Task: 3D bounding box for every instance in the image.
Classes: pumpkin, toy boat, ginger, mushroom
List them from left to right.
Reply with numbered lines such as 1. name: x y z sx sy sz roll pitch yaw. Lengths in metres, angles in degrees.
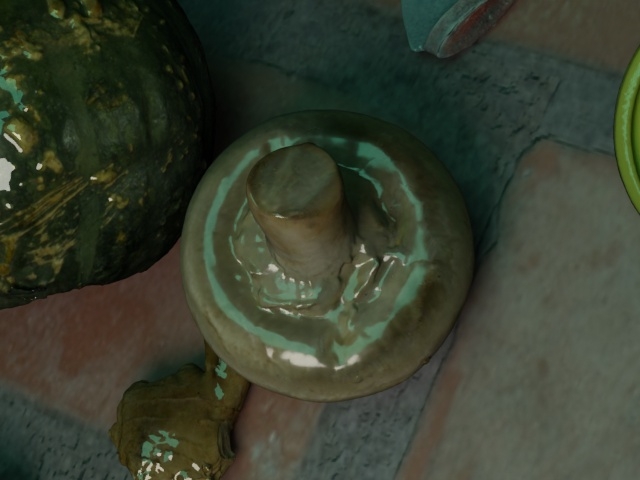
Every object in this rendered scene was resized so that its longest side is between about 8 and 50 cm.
1. pumpkin: -0.241 -0.080 1.256 0.327 0.291 0.257 -1 106 32
2. ginger: -0.099 0.116 1.271 0.096 0.067 0.165 12 68 25
3. mushroom: 0.000 0.000 1.173 0.207 0.215 0.207 -2 71 7
4. toy boat: 0.085 -0.198 1.303 0.096 0.034 0.122 -42 56 7

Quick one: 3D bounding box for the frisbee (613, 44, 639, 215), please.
1. frisbee: 0.316 -0.081 1.178 0.236 0.017 0.236 -6 74 20
